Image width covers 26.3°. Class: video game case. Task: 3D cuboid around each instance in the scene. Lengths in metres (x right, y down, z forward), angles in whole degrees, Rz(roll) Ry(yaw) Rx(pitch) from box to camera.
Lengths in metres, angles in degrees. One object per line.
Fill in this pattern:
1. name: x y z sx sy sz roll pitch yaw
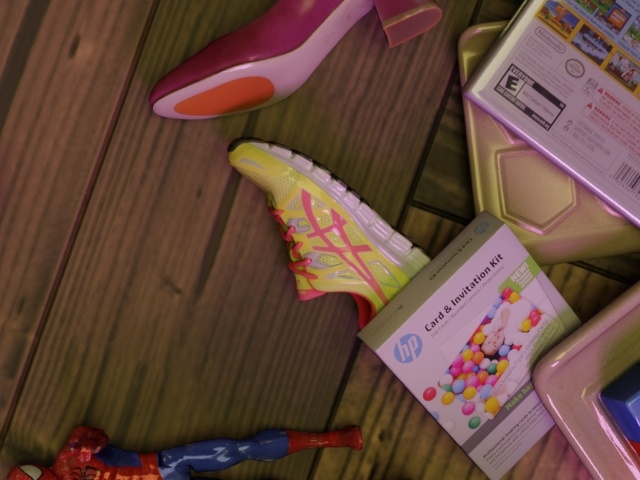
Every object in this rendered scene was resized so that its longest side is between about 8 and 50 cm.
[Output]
1. video game case: 0.261 -0.139 1.116 0.227 0.026 0.206 35 91 -13

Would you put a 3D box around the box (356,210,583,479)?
1. box: 0.137 0.089 1.111 0.145 0.038 0.186 -44 120 -5

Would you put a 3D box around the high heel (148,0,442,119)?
1. high heel: -0.033 -0.183 1.081 0.244 0.082 0.117 -24 70 4

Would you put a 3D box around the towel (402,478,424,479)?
1. towel: 0.031 0.246 1.099 0.148 0.110 0.027 -43 86 -8

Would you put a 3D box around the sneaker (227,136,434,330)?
1. sneaker: 0.000 0.000 1.087 0.208 0.081 0.094 40 89 -12

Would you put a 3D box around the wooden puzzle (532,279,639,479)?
1. wooden puzzle: 0.388 0.149 1.148 0.322 0.080 0.348 -36 105 -12

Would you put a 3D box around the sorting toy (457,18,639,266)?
1. sorting toy: 0.214 -0.086 1.147 0.193 0.038 0.208 -8 100 -10

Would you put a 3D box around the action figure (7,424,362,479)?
1. action figure: -0.101 0.189 1.058 0.280 0.139 0.091 0 93 -8
